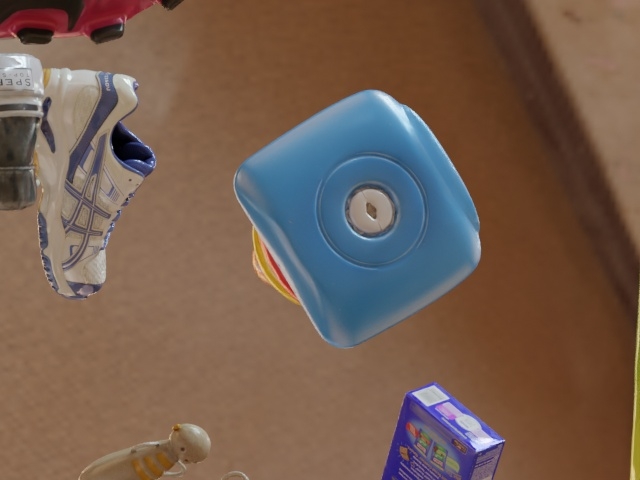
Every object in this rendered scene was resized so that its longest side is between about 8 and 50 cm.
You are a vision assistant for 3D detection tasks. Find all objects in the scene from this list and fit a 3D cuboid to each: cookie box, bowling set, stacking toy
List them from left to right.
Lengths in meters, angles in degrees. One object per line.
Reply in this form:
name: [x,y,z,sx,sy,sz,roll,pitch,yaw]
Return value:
bowling set: [-0.123,0.349,2.081,0.287,0.154,0.199,46,26,-43]
stacking toy: [0.000,0.000,1.661,0.166,0.302,0.175,-31,90,-19]
cookie box: [0.102,0.191,1.665,0.040,0.092,0.107,-14,131,-40]

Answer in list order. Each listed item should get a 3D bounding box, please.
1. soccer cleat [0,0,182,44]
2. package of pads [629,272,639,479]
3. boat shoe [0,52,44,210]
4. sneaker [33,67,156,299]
soccer cleat: [-0.214,-0.163,1.073,0.331,0.143,0.116,-23,148,-23]
package of pads: [0.273,0.115,0.944,0.101,0.296,0.229,4,89,-31]
boat shoe: [-0.278,-0.060,1.385,0.121,0.335,0.119,0,89,-21]
sneaker: [-0.243,-0.053,2.140,0.112,0.131,0.296,-93,-179,-50]
